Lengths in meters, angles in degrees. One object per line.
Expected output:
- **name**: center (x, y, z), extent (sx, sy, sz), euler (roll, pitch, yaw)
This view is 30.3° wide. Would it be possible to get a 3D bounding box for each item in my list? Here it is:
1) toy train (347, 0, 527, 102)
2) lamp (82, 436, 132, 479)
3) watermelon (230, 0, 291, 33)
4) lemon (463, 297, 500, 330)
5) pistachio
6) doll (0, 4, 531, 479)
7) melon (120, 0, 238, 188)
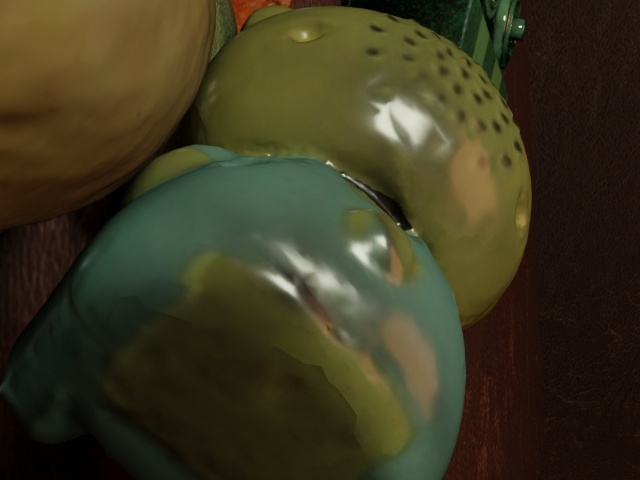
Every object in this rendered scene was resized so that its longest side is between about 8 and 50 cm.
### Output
- **toy train**: center (0.117, -0.207, 1.250), extent (0.299, 0.167, 0.238), euler (49, 53, -65)
- **lamp**: center (-0.035, 0.163, 0.628), extent (0.223, 0.196, 0.223), euler (60, -15, 28)
- **watermelon**: center (-0.076, -0.196, 0.691), extent (0.145, 0.137, 0.193), euler (27, 57, -32)
- **lemon**: center (0.102, 0.000, 1.141), extent (0.184, 0.184, 0.248), euler (74, 27, -44)
- **pistachio**: center (-0.125, -0.089, 0.379), extent (0.293, 0.162, 0.181), euler (-12, 86, -76)
- **doll**: center (0.000, 0.000, 0.520), extent (0.161, 0.177, 0.261), euler (-46, -171, 36)
- **melon**: center (-0.090, -0.091, 0.613), extent (0.098, 0.098, 0.131), euler (4, 88, -74)
